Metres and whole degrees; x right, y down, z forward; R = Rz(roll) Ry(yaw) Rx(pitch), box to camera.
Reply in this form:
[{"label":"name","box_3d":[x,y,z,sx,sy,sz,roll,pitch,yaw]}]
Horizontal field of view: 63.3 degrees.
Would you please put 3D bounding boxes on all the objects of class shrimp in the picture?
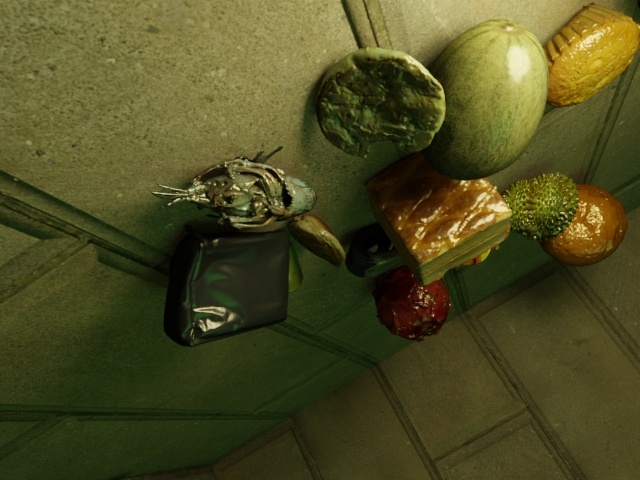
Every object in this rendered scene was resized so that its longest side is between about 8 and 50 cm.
[{"label":"shrimp","box_3d":[-0.141,-0.110,1.007,0.372,0.137,0.172,-5,109,-56]}]

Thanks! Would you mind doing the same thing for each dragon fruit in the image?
[{"label":"dragon fruit","box_3d":[0.342,0.222,1.962,0.295,0.301,0.295,-9,136,-9]}]

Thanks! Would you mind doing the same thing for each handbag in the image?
[{"label":"handbag","box_3d":[-0.229,0.087,1.244,0.302,0.275,0.178,-6,-169,-43]}]

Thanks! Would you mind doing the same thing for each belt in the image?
[{"label":"belt","box_3d":[0.185,0.032,1.582,0.230,0.139,0.126,-19,152,-26]}]

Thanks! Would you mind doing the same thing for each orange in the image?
[{"label":"orange","box_3d":[1.060,-0.061,2.132,0.340,0.340,0.293,-36,166,13]}]

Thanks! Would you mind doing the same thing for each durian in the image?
[{"label":"durian","box_3d":[0.777,-0.114,1.843,0.291,0.224,0.291,-21,159,-9]}]

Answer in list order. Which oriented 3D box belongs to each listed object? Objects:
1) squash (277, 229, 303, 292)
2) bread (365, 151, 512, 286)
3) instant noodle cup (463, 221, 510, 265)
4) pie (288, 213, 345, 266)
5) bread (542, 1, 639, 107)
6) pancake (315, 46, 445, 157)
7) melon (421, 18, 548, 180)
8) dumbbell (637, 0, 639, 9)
[{"label":"squash","box_3d":[-0.098,0.046,1.394,0.094,0.094,0.224,-23,146,-14]},{"label":"bread","box_3d":[0.300,-0.075,1.346,0.279,0.279,0.207,-28,154,3]},{"label":"instant noodle cup","box_3d":[0.532,-0.037,1.774,0.174,0.213,0.213,-20,155,-40]},{"label":"pie","box_3d":[0.000,0.000,1.314,0.079,0.163,0.193,-48,163,-8]},{"label":"bread","box_3d":[0.594,-0.416,1.185,0.240,0.139,0.240,-24,154,-12]},{"label":"pancake","box_3d":[0.109,-0.248,0.966,0.253,0.037,0.253,9,143,7]},{"label":"melon","box_3d":[0.317,-0.270,1.035,0.248,0.248,0.329,-18,147,-23]},{"label":"dumbbell","box_3d":[0.686,-0.539,1.005,0.388,0.185,0.185,-2,143,-45]}]
